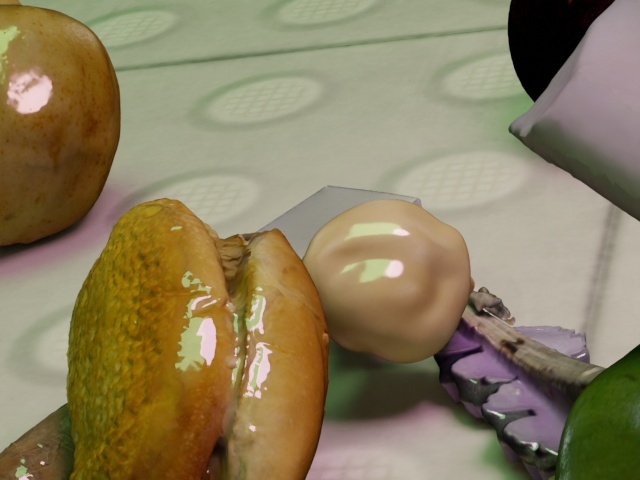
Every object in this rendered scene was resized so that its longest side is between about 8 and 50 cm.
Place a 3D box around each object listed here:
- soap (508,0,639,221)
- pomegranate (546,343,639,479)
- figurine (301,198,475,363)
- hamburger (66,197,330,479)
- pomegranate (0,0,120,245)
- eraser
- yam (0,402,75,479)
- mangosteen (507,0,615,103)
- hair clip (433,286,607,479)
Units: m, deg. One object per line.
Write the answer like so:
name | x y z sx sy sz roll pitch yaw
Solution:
soap | 0.347 -0.009 0.950 0.213 0.350 0.435 -57 32 8
pomegranate | 0.193 0.137 1.016 0.187 0.187 0.225 -33 3 -38
figurine | 0.024 0.034 1.336 0.108 0.114 0.196 -56 13 -20
hamburger | -0.065 0.084 1.191 0.144 0.156 0.283 20 38 -25
pomegranate | -0.280 -0.100 1.698 0.233 0.233 0.233 -10 24 5
eraser | 0.000 0.000 1.564 0.104 0.023 0.150 9 32 40
yam | -0.147 0.137 1.272 0.081 0.081 0.357 6 31 36
mangosteen | 0.285 -0.172 1.616 0.265 0.228 0.228 36 35 3
hair clip | 0.144 0.090 1.239 0.106 0.084 0.292 -24 21 -13
